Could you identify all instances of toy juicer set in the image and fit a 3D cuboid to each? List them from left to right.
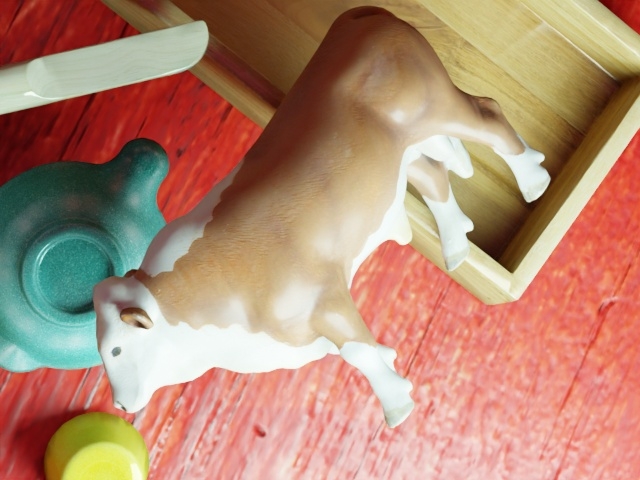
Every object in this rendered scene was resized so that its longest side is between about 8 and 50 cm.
[{"bbox_3d":[-0.195,0.011,1.203,0.209,0.089,0.329,7,95,-11],"label":"toy juicer set"}]

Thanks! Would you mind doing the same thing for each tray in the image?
[{"bbox_3d":[0.021,-0.161,1.281,0.411,0.076,0.203,38,77,-9],"label":"tray"}]

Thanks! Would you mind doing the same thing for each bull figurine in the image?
[{"bbox_3d":[0.000,0.000,1.163,0.188,0.101,0.310,40,71,-14],"label":"bull figurine"}]
